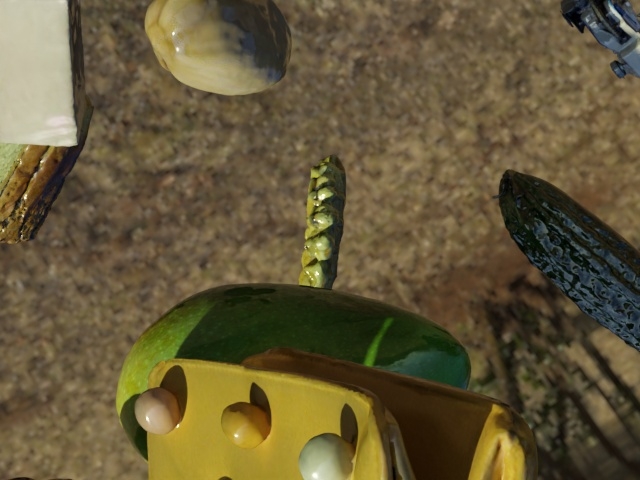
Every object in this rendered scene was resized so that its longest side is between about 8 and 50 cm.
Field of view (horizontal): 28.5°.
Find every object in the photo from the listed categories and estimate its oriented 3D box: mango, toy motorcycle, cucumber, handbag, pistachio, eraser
[{"bbox_3d":[-0.032,0.146,1.304,0.382,0.225,0.201,-9,-160,16],"label":"mango"},{"bbox_3d":[0.384,-0.260,1.566,0.102,0.150,0.221,-35,126,27],"label":"toy motorcycle"},{"bbox_3d":[0.255,0.037,1.109,0.077,0.265,0.077,-53,175,-6],"label":"cucumber"},{"bbox_3d":[-0.017,0.230,0.902,0.133,0.282,0.401,0,-179,-29],"label":"handbag"},{"bbox_3d":[-0.124,-0.258,1.576,0.153,0.137,0.238,-45,154,13],"label":"pistachio"},{"bbox_3d":[-0.359,-0.149,0.978,0.344,0.078,0.144,1,128,-4],"label":"eraser"}]

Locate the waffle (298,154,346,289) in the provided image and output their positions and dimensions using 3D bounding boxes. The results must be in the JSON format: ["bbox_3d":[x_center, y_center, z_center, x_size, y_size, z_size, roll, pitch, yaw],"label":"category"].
[{"bbox_3d":[0.003,0.000,1.691,0.054,0.223,0.204,6,126,0],"label":"waffle"}]

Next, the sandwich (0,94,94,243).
[{"bbox_3d":[-0.459,-0.155,1.844,0.095,0.273,0.249,24,99,-46],"label":"sandwich"}]

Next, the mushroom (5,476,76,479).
[{"bbox_3d":[-0.260,0.338,1.110,0.267,0.267,0.254,-26,179,-24],"label":"mushroom"}]
